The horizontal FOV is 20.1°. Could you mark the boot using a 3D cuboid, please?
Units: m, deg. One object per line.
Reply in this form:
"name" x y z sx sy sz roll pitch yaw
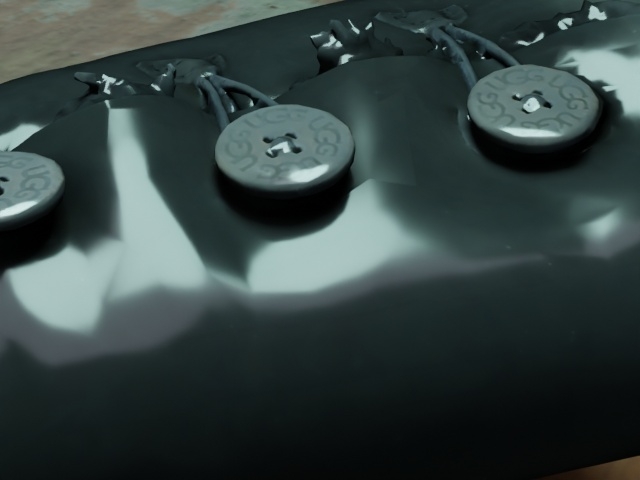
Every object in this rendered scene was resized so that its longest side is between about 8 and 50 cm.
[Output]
"boot" -0.037 0.070 0.476 0.445 0.146 0.367 -9 46 -23
